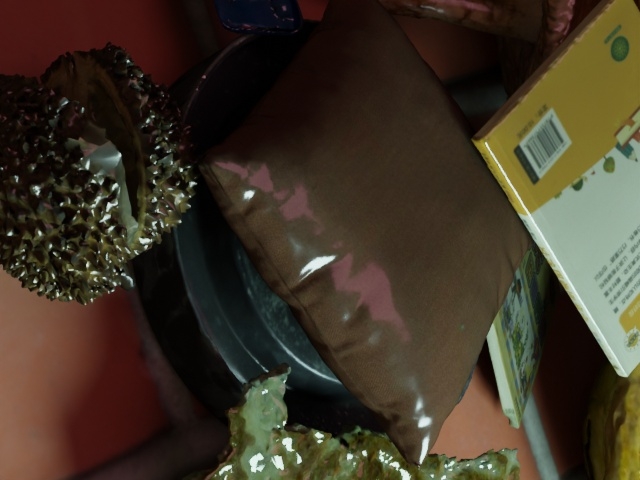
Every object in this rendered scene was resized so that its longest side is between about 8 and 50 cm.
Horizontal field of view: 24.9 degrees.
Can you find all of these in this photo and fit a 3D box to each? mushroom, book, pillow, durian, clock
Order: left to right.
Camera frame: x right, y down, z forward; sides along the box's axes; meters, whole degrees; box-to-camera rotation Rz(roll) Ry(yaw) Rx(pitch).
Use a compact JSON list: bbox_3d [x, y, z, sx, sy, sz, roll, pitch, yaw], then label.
[{"bbox_3d":[-0.176,-0.043,1.063,0.196,0.167,0.196,-10,108,-32],"label":"durian"},{"bbox_3d":[0.000,0.000,1.267,0.386,0.076,0.386,15,69,-42],"label":"clock"},{"bbox_3d":[0.047,-0.025,1.181,0.305,0.108,0.308,53,41,-19],"label":"pillow"},{"bbox_3d":[0.150,-0.256,1.450,0.302,0.233,0.208,34,80,-8],"label":"mushroom"},{"bbox_3d":[0.201,0.063,1.437,0.168,0.013,0.192,71,32,-42],"label":"book"},{"bbox_3d":[0.271,-0.049,1.302,0.208,0.020,0.295,-46,120,-20],"label":"book"}]

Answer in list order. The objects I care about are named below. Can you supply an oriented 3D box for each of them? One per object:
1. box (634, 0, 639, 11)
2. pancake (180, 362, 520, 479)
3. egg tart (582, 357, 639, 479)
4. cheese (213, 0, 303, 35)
[{"bbox_3d":[0.385,-0.151,1.541,0.260,0.214,0.283,10,62,-24],"label":"box"},{"bbox_3d":[0.019,0.280,1.180,0.427,0.067,0.304,24,76,-37],"label":"pancake"},{"bbox_3d":[0.417,0.198,1.527,0.443,0.178,0.443,-6,99,-40],"label":"egg tart"},{"bbox_3d":[-0.082,-0.296,1.242,0.177,0.069,0.270,-2,67,-37],"label":"cheese"}]
